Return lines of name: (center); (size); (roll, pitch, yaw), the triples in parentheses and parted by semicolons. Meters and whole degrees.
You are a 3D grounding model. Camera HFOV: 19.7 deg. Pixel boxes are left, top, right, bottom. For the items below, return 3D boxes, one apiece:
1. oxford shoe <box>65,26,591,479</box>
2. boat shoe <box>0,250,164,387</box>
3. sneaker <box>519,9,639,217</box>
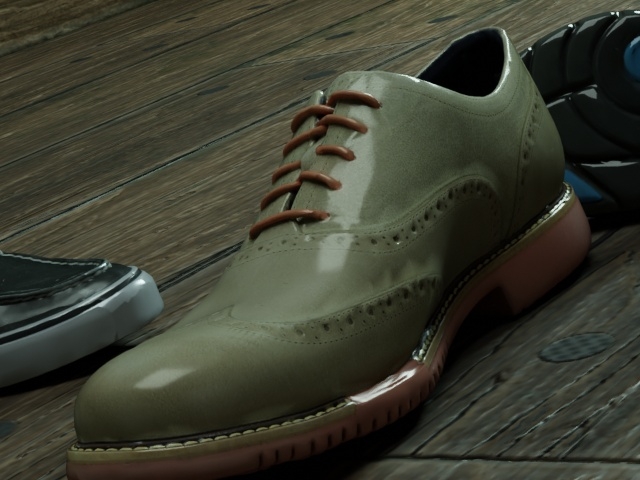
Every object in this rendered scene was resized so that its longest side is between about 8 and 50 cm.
oxford shoe: (0.000, 0.000, 0.900); (0.140, 0.146, 0.397); (-6, 16, 32)
boat shoe: (-0.245, 0.034, 1.120); (0.306, 0.105, 0.113); (-9, 14, 25)
sneaker: (0.250, -0.087, 1.142); (0.341, 0.125, 0.139); (-19, -14, -5)
